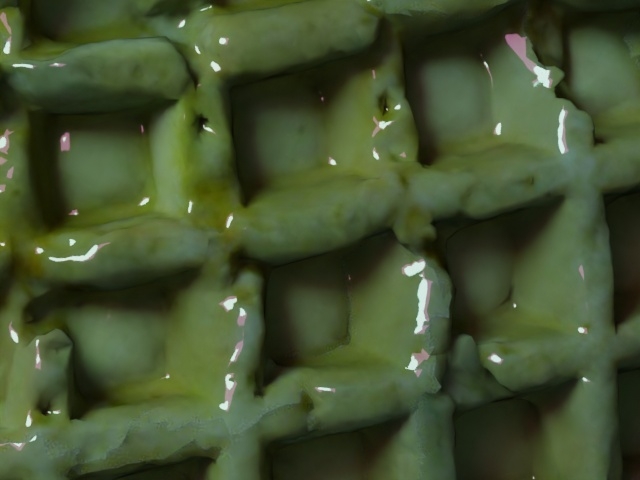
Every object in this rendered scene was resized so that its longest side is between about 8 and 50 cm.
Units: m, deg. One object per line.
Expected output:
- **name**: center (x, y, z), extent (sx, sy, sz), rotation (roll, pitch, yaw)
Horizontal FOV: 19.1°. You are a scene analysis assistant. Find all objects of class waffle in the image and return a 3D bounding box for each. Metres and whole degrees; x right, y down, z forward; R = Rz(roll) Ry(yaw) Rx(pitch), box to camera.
- **waffle**: center (0.000, 0.000, 0.494), extent (0.309, 0.292, 0.056), rotation (-52, 10, -9)
